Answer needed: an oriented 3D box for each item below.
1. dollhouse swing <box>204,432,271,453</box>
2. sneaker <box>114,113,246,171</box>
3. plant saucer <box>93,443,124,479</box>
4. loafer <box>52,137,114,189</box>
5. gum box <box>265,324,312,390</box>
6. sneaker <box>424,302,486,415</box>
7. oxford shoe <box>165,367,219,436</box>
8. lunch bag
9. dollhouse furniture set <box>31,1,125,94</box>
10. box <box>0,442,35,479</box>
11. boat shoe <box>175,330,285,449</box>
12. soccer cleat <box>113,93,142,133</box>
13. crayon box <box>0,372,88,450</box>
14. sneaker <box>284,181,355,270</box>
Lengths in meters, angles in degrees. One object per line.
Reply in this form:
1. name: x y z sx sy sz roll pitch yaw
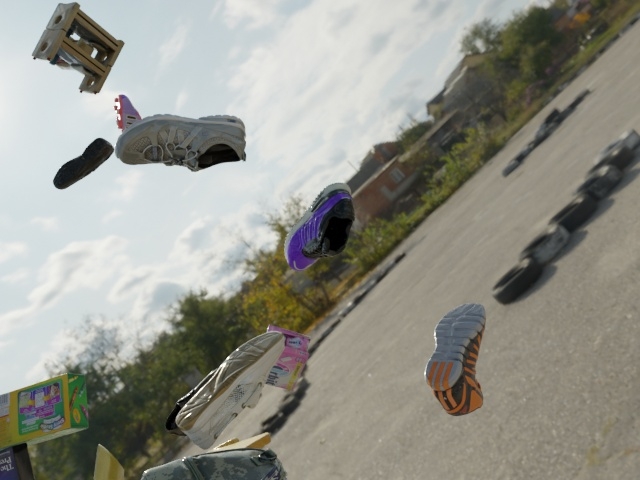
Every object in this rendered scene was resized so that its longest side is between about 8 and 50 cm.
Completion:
1. dollhouse swing: -0.319 0.811 1.959 0.305 0.315 0.347 -10 -2 30
2. sneaker: -0.288 -0.198 1.284 0.281 0.115 0.105 -11 -36 -13
3. plant saucer: -0.578 0.778 1.619 0.333 0.081 0.333 -125 45 -63
4. loafer: -0.753 -0.236 1.947 0.223 0.076 0.078 -40 -22 1
5. gum box: -0.094 0.285 1.475 0.188 0.107 0.062 111 173 -48
6. sneaker: 0.373 0.322 1.610 0.124 0.180 0.321 -3 36 39
7. oxford shoe: -0.337 0.444 1.665 0.227 0.083 0.096 -52 -29 -1
8. lunch bag: -0.195 0.557 1.156 0.256 0.212 0.305 -9 -66 -32
9. dollhouse furniture set: -0.534 -0.395 1.262 0.129 0.183 0.129 37 -109 -53
10. box: -0.958 0.713 1.725 0.261 0.184 0.103 -20 -11 -5
11. boat shoe: -0.163 0.298 1.227 0.277 0.096 0.098 -43 23 -28
12. soccer cleat: -0.536 -0.328 1.754 0.095 0.083 0.248 -10 -32 -16
13. crayon box: -0.849 0.522 1.852 0.278 0.165 0.081 -19 -23 13
14. sneaker: -0.001 0.000 1.579 0.102 0.146 0.293 10 -50 -30
